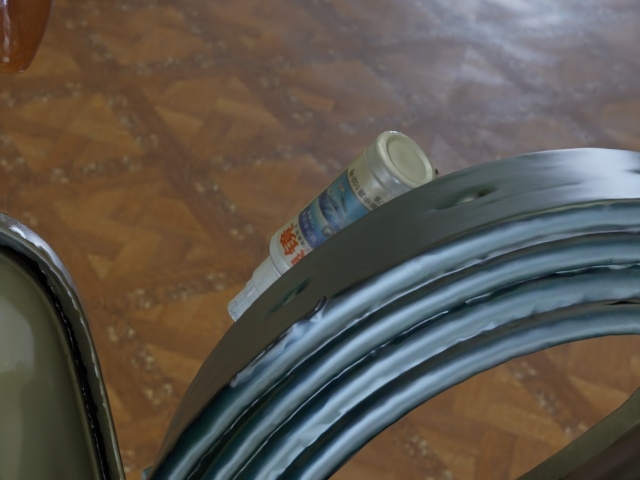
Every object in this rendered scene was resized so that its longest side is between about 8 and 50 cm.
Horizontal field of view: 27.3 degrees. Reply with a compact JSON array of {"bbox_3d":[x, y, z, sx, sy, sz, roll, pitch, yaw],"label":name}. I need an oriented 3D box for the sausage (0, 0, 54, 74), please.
[{"bbox_3d":[-0.240,-0.214,0.978,0.089,0.179,0.089,5,14,-1],"label":"sausage"}]

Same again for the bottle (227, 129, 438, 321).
[{"bbox_3d":[0.000,0.000,1.016,0.060,0.217,0.060,26,42,-26],"label":"bottle"}]

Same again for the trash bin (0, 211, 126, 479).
[{"bbox_3d":[-0.166,0.141,0.439,0.219,0.219,0.250,-14,29,-8],"label":"trash bin"}]

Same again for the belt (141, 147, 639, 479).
[{"bbox_3d":[0.078,0.139,0.685,0.300,0.436,0.173,50,7,-7],"label":"belt"}]
